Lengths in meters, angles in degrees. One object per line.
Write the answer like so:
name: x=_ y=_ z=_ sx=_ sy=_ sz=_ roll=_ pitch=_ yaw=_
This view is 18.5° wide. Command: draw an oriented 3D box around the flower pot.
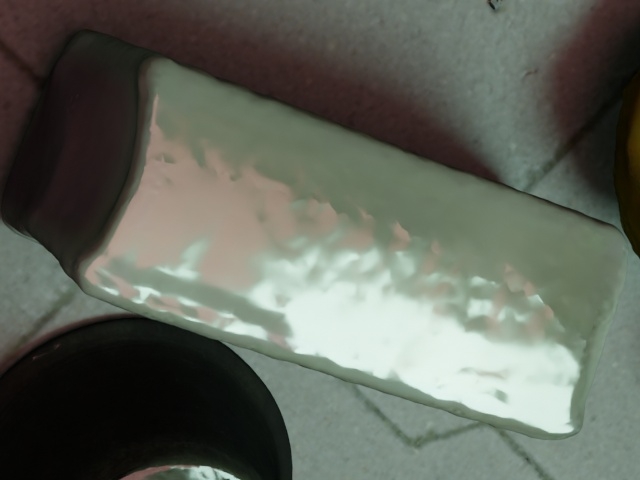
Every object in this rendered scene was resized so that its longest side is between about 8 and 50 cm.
flower pot: x=-0.111 y=0.180 z=1.246 sx=0.235 sy=0.148 sz=0.235 roll=-5 pitch=105 yaw=-17

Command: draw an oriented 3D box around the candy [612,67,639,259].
candy: x=0.317 y=-0.053 z=1.285 sx=0.260 sy=0.118 sz=0.259 roll=-3 pitch=69 yaw=8

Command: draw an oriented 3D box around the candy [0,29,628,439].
candy: x=0.000 y=-0.002 z=1.204 sx=0.359 sy=0.208 sz=0.145 roll=19 pitch=92 yaw=-21
